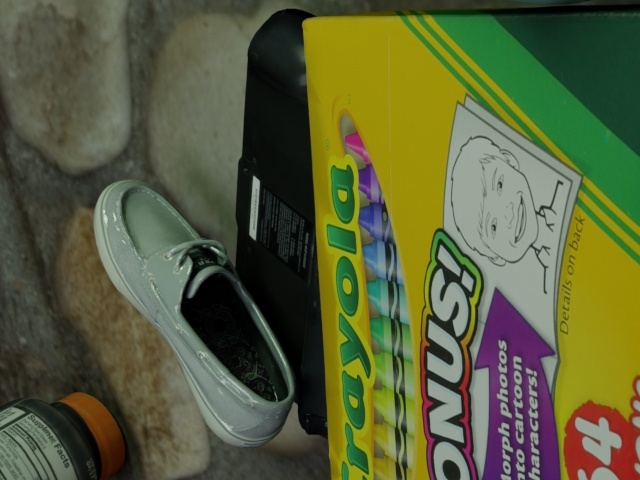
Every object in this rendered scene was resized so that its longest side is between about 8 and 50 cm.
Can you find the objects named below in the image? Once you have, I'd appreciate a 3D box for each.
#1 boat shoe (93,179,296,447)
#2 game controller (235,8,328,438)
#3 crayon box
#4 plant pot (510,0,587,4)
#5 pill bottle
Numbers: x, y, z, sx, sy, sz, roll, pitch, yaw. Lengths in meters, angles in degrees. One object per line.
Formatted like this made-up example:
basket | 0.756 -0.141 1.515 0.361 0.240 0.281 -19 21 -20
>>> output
boat shoe | -0.085 0.039 0.997 0.227 0.079 0.081 57 143 15
game controller | 0.000 0.000 0.962 0.166 0.067 0.319 47 143 39
crayon box | 0.110 0.067 0.687 0.313 0.106 0.363 15 111 61
plant pot | 0.072 -0.282 0.607 0.235 0.293 0.293 48 141 50
pill bottle | -0.288 0.223 1.221 0.130 0.246 0.130 19 122 34
